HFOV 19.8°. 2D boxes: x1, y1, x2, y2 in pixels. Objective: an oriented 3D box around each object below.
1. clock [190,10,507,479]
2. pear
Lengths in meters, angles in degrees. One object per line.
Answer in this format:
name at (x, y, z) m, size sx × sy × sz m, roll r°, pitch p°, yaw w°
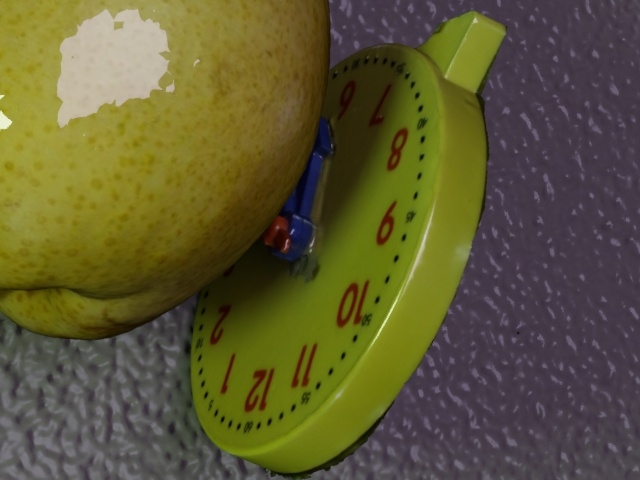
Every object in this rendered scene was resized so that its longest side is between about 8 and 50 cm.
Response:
clock at (-0.004, 0.000, 1.146) m, size 0.071 × 0.277 × 0.294 m, roll 23°, pitch 66°, yaw -26°
pear at (-0.138, -0.098, 1.087) m, size 0.314 × 0.314 × 0.314 m, roll 5°, pitch 79°, yaw -26°
